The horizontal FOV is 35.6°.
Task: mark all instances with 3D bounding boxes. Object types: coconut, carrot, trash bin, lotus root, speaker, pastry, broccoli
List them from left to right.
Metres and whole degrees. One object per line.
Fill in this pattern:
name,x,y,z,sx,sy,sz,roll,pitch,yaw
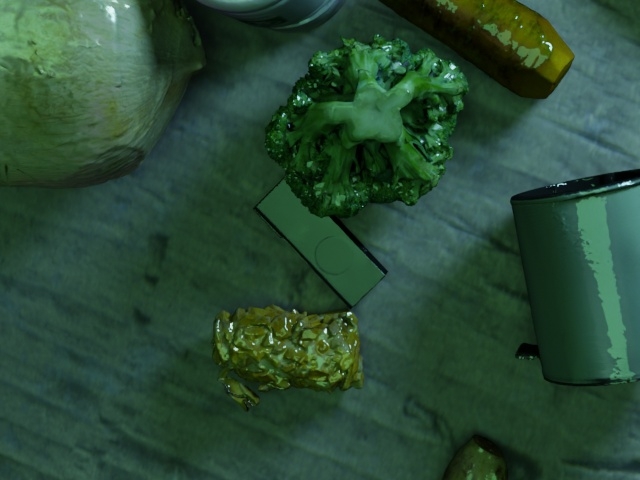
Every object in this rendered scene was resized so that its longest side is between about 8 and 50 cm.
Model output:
coconut,-0.347,-0.270,1.403,0.404,0.404,0.405,1,97,10
pastry,-0.059,0.177,1.540,0.249,0.102,0.154,-1,98,8
speaker,0.000,0.000,1.538,0.082,0.044,0.218,-44,88,12
broccoli,0.071,-0.166,1.404,0.294,0.245,0.265,-30,91,9
lotus root,0.221,0.427,1.524,0.110,0.097,0.259,18,92,1
carrot,0.221,-0.316,1.431,0.301,0.114,0.114,35,101,7
trash bin,0.392,0.046,1.384,0.277,0.217,0.263,-11,94,19

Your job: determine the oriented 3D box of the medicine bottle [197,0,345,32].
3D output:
medicine bottle,-0.075,-0.401,1.364,0.212,0.325,0.212,1,98,11
